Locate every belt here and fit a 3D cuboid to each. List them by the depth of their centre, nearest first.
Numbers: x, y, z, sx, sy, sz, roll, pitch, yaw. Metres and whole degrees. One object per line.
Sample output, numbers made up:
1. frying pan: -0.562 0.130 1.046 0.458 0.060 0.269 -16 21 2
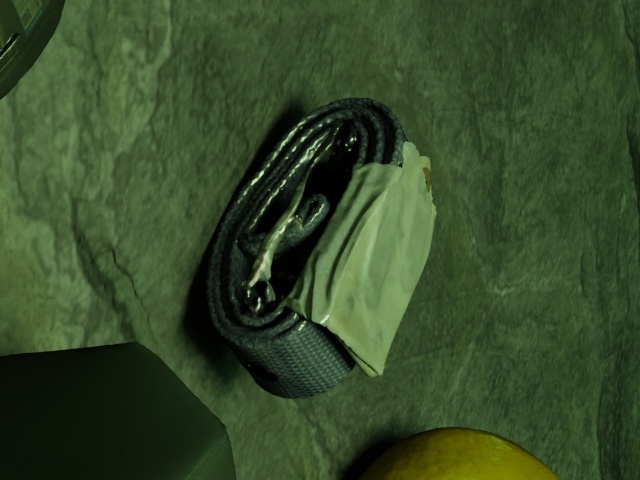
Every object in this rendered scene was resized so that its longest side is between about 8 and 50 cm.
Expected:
1. belt: 0.000 0.000 1.256 0.230 0.140 0.126 -63 148 -23

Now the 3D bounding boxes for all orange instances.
1. orange: 0.133 0.310 1.504 0.279 0.235 0.279 13 90 -69

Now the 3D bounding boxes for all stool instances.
1. stool: -0.159 0.172 0.959 0.232 0.232 0.141 -45 136 -46

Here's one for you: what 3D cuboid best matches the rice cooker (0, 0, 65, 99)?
1. rice cooker: -0.207 -0.134 0.868 0.165 0.112 0.106 -58 157 -32
